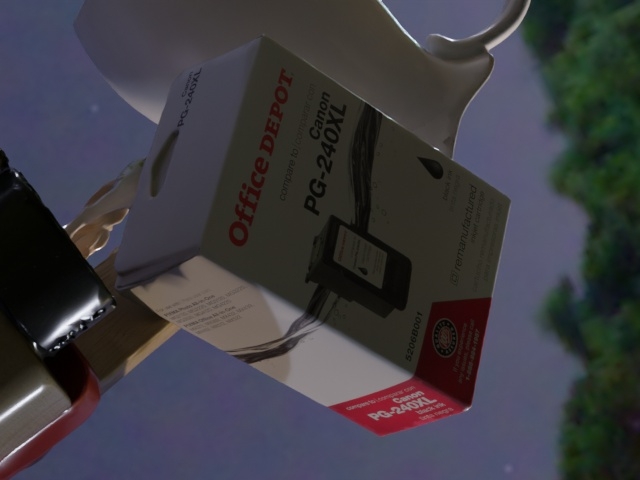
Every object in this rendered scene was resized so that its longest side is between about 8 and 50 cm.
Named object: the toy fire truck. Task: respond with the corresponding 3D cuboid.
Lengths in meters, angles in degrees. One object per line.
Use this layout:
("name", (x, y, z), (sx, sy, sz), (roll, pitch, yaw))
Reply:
("toy fire truck", (-0.146, -0.005, 0.700), (0.217, 0.158, 0.246), (51, 172, 15))

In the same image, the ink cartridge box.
("ink cartridge box", (0.000, 0.000, 0.796), (0.150, 0.063, 0.109), (31, -122, -29))

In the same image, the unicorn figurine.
("unicorn figurine", (-0.054, -0.017, 0.879), (0.111, 0.162, 0.060), (-44, -45, -42))

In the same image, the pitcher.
("pitcher", (-0.005, -0.117, 0.965), (0.207, 0.125, 0.178), (29, -103, -10))
